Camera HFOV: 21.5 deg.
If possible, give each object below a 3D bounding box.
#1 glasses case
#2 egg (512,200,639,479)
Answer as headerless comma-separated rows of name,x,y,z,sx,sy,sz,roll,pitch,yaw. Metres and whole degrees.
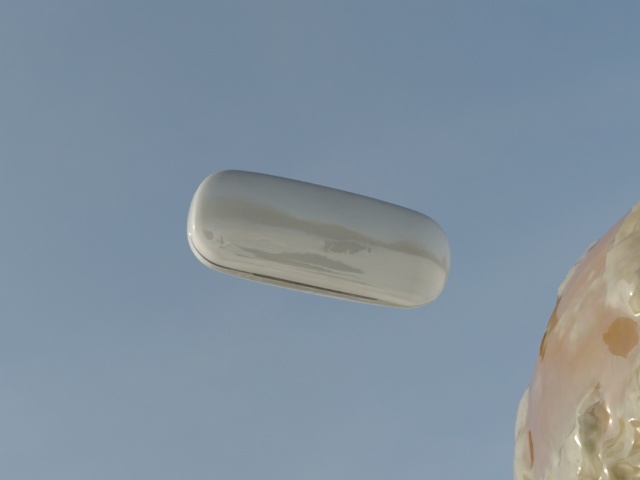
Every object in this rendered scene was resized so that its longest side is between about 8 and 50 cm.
glasses case,0.000,0.000,1.463,0.233,0.092,0.059,11,-25,-13
egg,0.220,0.078,0.710,0.310,0.279,0.279,-9,-33,-37
